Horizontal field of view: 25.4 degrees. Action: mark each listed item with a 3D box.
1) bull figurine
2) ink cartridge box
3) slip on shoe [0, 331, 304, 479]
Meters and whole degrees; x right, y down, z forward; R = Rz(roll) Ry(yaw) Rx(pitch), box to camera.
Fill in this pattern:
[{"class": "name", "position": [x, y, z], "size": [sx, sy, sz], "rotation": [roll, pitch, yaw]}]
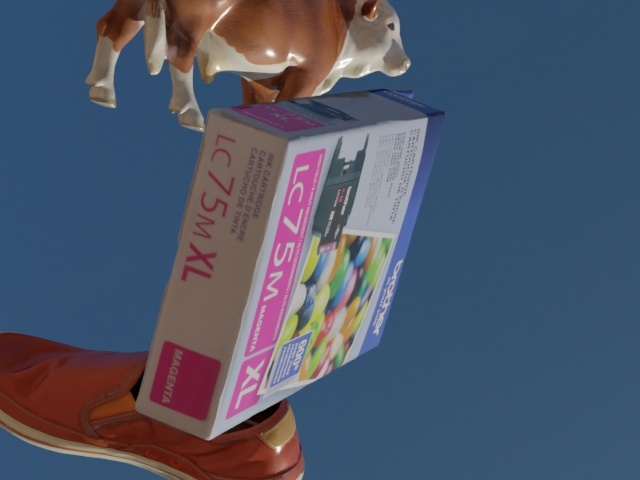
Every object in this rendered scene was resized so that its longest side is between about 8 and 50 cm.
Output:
[{"class": "bull figurine", "position": [-0.055, -0.163, 1.184], "size": [0.101, 0.310, 0.188], "rotation": [10, -98, 46]}, {"class": "ink cartridge box", "position": [0.000, 0.000, 0.926], "size": [0.065, 0.311, 0.186], "rotation": [21, -74, 18]}, {"class": "slip on shoe", "position": [-0.167, 0.136, 1.255], "size": [0.331, 0.123, 0.101], "rotation": [17, -56, 17]}]
